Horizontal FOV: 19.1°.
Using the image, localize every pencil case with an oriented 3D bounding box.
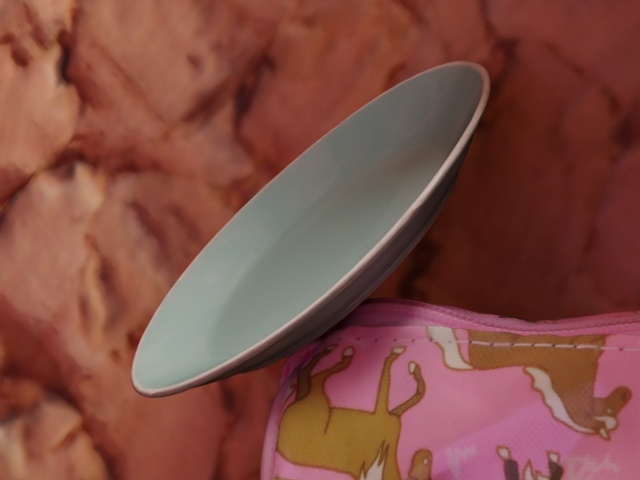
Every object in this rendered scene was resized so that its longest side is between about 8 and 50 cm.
[{"bbox_3d":[0.161,0.094,0.653,0.386,0.160,0.167,-5,64,33],"label":"pencil case"}]

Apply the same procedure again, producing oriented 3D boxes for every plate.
[{"bbox_3d":[0.000,0.000,0.760,0.188,0.188,0.024,-34,108,28],"label":"plate"}]
